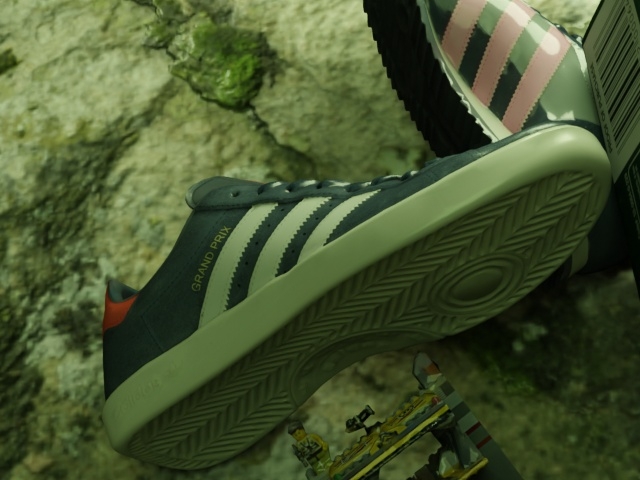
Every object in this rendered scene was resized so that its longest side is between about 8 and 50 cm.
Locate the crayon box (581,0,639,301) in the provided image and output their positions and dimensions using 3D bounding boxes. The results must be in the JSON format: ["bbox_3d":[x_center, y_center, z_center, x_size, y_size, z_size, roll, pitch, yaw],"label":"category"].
[{"bbox_3d":[0.340,0.003,0.742,0.313,0.106,0.362,-1,61,-8],"label":"crayon box"}]

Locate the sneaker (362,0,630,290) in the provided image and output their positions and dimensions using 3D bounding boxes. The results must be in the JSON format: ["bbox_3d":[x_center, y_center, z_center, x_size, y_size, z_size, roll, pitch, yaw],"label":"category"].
[{"bbox_3d":[0.131,-0.116,0.904,0.131,0.112,0.319,-19,65,-16],"label":"sneaker"}]

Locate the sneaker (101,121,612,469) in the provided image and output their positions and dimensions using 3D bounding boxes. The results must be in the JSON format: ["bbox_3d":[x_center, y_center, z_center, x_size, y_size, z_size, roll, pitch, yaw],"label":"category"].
[{"bbox_3d":[0.000,0.000,0.805,0.350,0.131,0.148,-29,54,18],"label":"sneaker"}]

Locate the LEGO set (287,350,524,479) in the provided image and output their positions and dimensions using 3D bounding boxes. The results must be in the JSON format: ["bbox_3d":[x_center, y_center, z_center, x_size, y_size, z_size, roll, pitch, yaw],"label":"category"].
[{"bbox_3d":[0.016,0.193,0.665,0.331,0.255,0.192,-38,88,4],"label":"LEGO set"}]
